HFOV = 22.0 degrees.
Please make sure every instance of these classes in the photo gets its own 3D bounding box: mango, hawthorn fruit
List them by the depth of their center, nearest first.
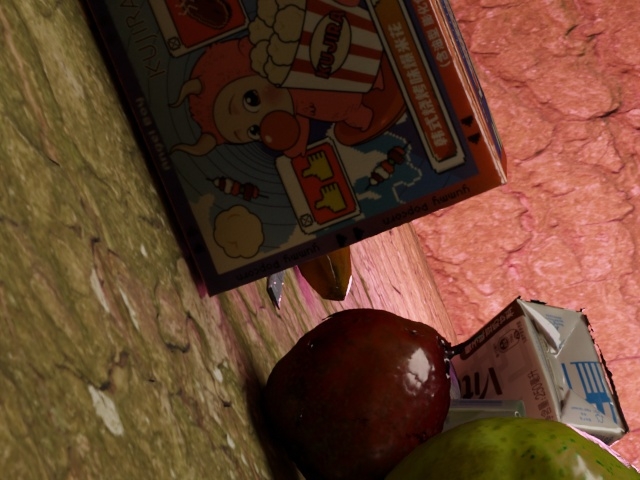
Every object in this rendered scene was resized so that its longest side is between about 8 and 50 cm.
[{"bbox_3d":[0.060,0.152,1.659,0.181,0.235,0.181,56,-14,22],"label":"hawthorn fruit"},{"bbox_3d":[-0.004,-0.001,2.141,0.105,0.084,0.159,-156,-116,-80],"label":"mango"}]

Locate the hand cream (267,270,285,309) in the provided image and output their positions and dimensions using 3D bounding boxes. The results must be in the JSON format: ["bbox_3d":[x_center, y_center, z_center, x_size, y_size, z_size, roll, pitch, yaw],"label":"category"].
[{"bbox_3d":[-0.053,0.047,1.940,0.093,0.019,0.030,-80,150,-61],"label":"hand cream"}]

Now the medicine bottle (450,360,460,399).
[{"bbox_3d":[0.094,0.210,1.995,0.254,0.152,0.152,-65,133,-80],"label":"medicine bottle"}]

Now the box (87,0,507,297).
[{"bbox_3d":[-0.018,-0.169,1.644,0.257,0.319,0.348,-50,120,-78],"label":"box"}]

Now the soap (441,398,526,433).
[{"bbox_3d":[0.126,0.265,1.788,0.138,0.199,0.182,0,89,-83],"label":"soap"}]

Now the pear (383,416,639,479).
[{"bbox_3d":[0.178,0.340,1.507,0.391,0.391,0.391,-21,90,-81],"label":"pear"}]

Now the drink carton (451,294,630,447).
[{"bbox_3d":[0.225,0.241,2.147,0.132,0.324,0.194,13,47,-35],"label":"drink carton"}]
